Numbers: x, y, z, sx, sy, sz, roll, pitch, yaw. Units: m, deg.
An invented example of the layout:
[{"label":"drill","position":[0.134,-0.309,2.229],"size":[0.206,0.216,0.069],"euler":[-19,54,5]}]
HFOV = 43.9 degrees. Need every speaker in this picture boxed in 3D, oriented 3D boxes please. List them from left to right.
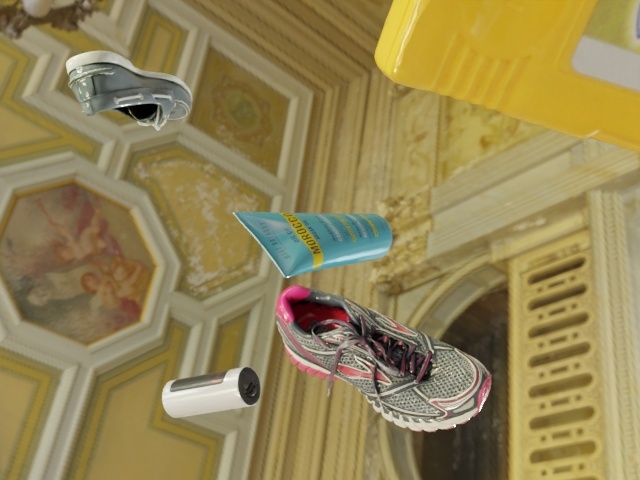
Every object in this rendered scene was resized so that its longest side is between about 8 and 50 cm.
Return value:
[{"label":"speaker","position":[-0.151,0.212,1.105],"size":[0.055,0.136,0.055],"euler":[34,-131,-51]}]

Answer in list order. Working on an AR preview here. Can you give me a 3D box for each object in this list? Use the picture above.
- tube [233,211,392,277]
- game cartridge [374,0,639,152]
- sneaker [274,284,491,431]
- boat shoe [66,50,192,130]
[{"label":"tube","position":[0.000,0.000,0.797],"size":[0.080,0.052,0.207],"euler":[45,-155,23]},{"label":"game cartridge","position":[0.224,-0.180,0.430],"size":[0.323,0.285,0.053],"euler":[11,-155,-21]},{"label":"sneaker","position":[0.068,0.147,1.008],"size":[0.121,0.299,0.112],"euler":[-60,-29,-28]},{"label":"boat shoe","position":[-0.312,-0.232,1.352],"size":[0.319,0.116,0.099],"euler":[9,-114,-72]}]
